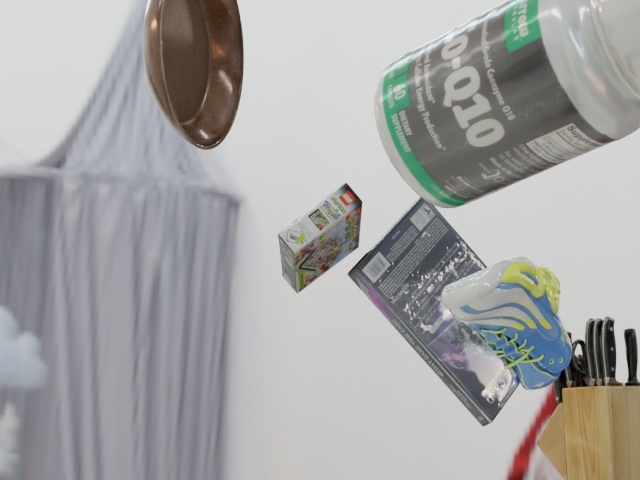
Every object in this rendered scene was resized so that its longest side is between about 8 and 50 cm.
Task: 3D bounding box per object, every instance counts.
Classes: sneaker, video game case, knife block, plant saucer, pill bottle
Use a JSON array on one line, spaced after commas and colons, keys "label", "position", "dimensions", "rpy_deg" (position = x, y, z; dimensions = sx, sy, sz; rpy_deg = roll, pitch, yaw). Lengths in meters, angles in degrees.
[{"label": "sneaker", "position": [0.204, 0.087, 1.443], "dimensions": [0.091, 0.126, 0.240], "rpy_deg": [-26, -12, 26]}, {"label": "video game case", "position": [0.179, 0.091, 1.938], "dimensions": [0.026, 0.274, 0.196], "rpy_deg": [-36, 7, 47]}, {"label": "knife block", "position": [0.439, 0.262, 2.142], "dimensions": [0.088, 0.242, 0.275], "rpy_deg": [4, 35, -34]}, {"label": "plant saucer", "position": [-0.128, -0.187, 1.398], "dimensions": [0.036, 0.198, 0.198], "rpy_deg": [0, -6, 19]}, {"label": "pill bottle", "position": [0.258, -0.189, 1.678], "dimensions": [0.361, 0.204, 0.204], "rpy_deg": [-25, -22, 35]}]

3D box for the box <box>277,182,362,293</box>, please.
[{"label": "box", "position": [0.000, 0.000, 1.908], "dimensions": [0.114, 0.036, 0.207], "rpy_deg": [-37, -13, -9]}]
